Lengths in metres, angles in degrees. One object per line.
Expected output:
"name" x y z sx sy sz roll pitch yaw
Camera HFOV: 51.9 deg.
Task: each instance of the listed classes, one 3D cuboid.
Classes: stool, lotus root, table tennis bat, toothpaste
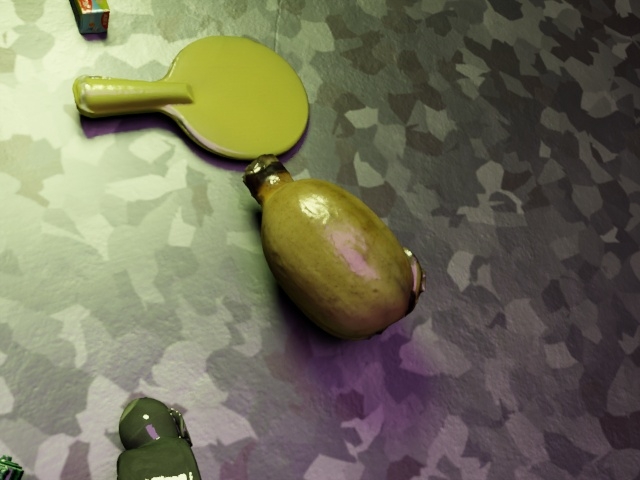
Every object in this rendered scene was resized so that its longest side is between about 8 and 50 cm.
"stool" -0.201 0.295 0.734 0.139 0.153 0.228 -7 28 -20
"lotus root" 0.000 0.000 0.906 0.183 0.183 0.310 -36 79 -29
"table tennis bat" -0.186 -0.218 1.009 0.368 0.054 0.224 -7 71 -28
"toothpaste" -0.373 -0.419 1.012 0.044 0.070 0.193 -15 74 -27

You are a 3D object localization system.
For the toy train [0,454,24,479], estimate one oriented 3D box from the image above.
"toy train" -0.395 0.248 0.695 0.172 0.099 0.070 21 65 -11
